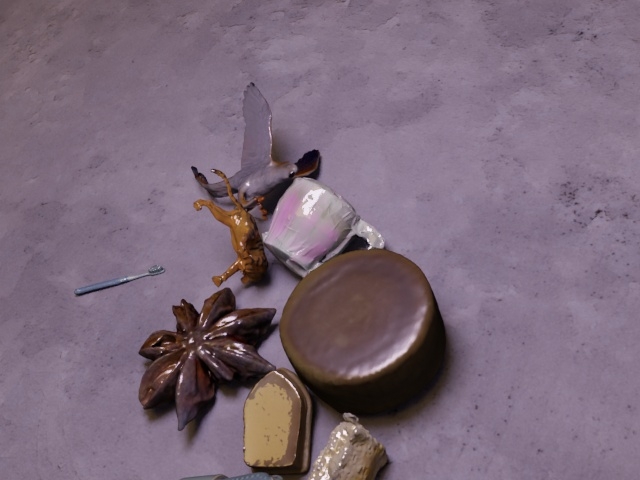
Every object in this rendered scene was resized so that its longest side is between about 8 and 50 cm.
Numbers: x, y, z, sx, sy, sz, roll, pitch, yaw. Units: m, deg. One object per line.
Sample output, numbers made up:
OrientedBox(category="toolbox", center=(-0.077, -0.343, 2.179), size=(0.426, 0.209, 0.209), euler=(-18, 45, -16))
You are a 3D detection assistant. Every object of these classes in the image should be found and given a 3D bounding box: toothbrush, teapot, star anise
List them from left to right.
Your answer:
OrientedBox(category="toothbrush", center=(-0.450, 0.089, 1.779), size=(0.219, 0.019, 0.016), euler=(-15, 56, 11))
OrientedBox(category="star anise", center=(-0.219, 0.221, 1.531), size=(0.315, 0.108, 0.315), euler=(-9, 52, 12))
OrientedBox(category="teapot", center=(-0.006, -0.001, 1.607), size=(0.178, 0.221, 0.163), euler=(-54, 14, -9))

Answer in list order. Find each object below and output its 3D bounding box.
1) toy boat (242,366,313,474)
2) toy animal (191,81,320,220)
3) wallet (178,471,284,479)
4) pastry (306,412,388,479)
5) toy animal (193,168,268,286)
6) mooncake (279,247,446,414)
OrientedBox(category="toy boat", center=(-0.076, 0.312, 1.401), size=(0.116, 0.061, 0.188), euler=(-6, 68, 17))
OrientedBox(category="toy animal", center=(-0.175, -0.141, 1.722), size=(0.284, 0.225, 0.302), euler=(-30, 34, 19))
OrientedBox(category="wallet", center=(-0.212, 0.505, 1.293), size=(0.360, 0.083, 0.252), euler=(-18, 44, 29))
OrientedBox(category="pastry", center=(0.025, 0.418, 1.284), size=(0.089, 0.121, 0.258), euler=(-2, 58, 56))
OrientedBox(category="toy animal", center=(-0.161, -0.023, 1.583), size=(0.114, 0.255, 0.116), euler=(2, 21, 38))
OrientedBox(category="mooncake", center=(0.079, 0.164, 1.417), size=(0.284, 0.155, 0.284), euler=(-12, 52, 16))
